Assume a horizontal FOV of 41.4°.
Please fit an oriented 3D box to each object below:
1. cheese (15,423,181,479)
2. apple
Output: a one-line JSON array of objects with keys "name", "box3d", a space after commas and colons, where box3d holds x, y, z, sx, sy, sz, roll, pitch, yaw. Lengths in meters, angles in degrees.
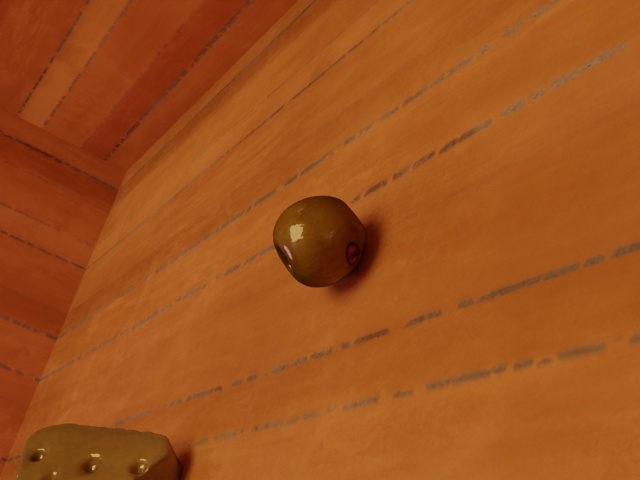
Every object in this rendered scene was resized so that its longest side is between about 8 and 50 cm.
[{"name": "cheese", "box3d": [-0.525, 0.551, 1.806, 0.384, 0.104, 0.384, -11, 29, 6]}, {"name": "apple", "box3d": [0.000, 0.000, 1.580, 0.155, 0.182, 0.182, -34, 21, -10]}]
